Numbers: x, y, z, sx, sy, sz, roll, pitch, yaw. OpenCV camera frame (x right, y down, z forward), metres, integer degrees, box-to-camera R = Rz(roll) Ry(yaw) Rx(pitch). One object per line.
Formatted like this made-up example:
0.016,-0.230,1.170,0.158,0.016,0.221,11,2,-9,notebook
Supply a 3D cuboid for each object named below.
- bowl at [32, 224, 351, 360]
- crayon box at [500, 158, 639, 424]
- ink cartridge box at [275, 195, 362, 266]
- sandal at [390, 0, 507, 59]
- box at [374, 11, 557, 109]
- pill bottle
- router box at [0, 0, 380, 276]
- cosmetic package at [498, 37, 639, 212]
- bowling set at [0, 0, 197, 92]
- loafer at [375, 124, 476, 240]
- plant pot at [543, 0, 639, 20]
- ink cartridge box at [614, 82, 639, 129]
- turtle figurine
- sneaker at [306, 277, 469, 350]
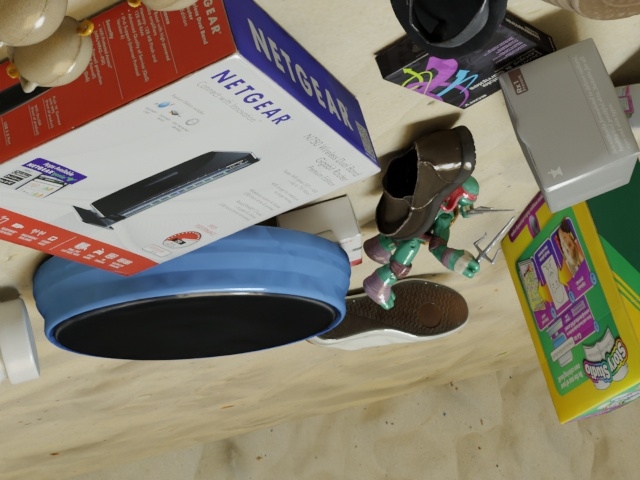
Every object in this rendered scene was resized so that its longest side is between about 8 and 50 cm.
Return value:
-0.154,0.077,1.314,0.390,0.077,0.391,-5,163,-2,bowl
0.400,0.078,1.553,0.106,0.313,0.363,-13,163,-11,crayon box
0.000,0.000,1.367,0.099,0.056,0.135,-15,163,-3,ink cartridge box
0.096,-0.188,0.760,0.054,0.097,0.254,-54,-179,-13,sandal
0.142,-0.174,1.010,0.116,0.029,0.162,-27,162,31,box
-0.456,0.143,1.271,0.221,0.121,0.121,-13,163,-12,pill bottle
-0.142,-0.082,0.935,0.301,0.082,0.335,-22,162,17,router box
0.255,-0.110,1.096,0.107,0.127,0.238,-22,173,8,cosmetic package
-0.125,-0.159,0.590,0.287,0.154,0.199,-27,160,31,bowling set
0.103,-0.069,1.240,0.078,0.080,0.220,0,153,-19,loafer
0.219,-0.235,0.759,0.237,0.110,0.237,-15,162,-5,plant pot
0.377,-0.152,1.185,0.088,0.052,0.122,-9,-173,-19,ink cartridge box
0.150,-0.017,1.374,0.234,0.118,0.175,-38,-166,34,turtle figurine
0.105,0.129,1.818,0.290,0.106,0.123,-2,166,-14,sneaker
